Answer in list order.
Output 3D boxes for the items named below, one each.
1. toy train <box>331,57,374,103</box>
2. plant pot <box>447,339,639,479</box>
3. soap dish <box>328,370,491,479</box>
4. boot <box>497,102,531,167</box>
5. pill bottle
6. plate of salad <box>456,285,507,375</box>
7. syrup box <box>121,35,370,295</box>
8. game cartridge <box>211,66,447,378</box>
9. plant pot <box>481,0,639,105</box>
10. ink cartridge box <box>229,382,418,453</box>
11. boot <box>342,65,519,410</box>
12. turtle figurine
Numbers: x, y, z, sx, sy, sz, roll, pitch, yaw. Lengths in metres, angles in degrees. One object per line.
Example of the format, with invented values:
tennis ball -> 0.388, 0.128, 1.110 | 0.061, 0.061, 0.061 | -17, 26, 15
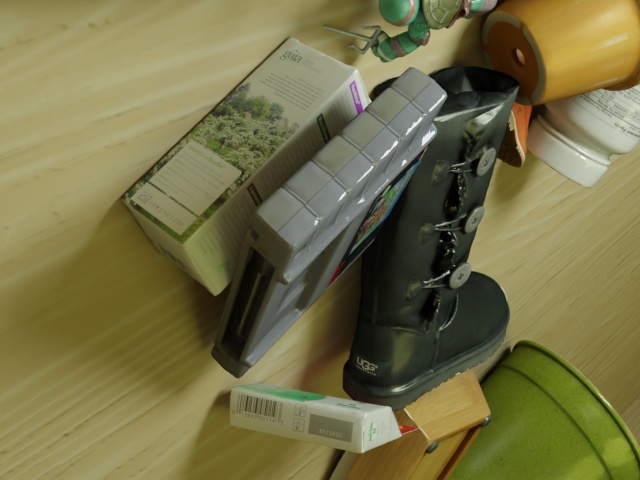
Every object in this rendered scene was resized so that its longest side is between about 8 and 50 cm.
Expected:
toy train -> 0.053, -0.135, 0.921 | 0.027, 0.036, 0.158 | -48, 115, -8
plant pot -> 0.381, 0.450, 1.698 | 0.353, 0.366, 0.366 | -36, 144, -12
soap dish -> 0.146, 0.362, 1.438 | 0.229, 0.118, 0.291 | -6, 130, -49
boot -> 0.283, -0.172, 1.241 | 0.084, 0.059, 0.158 | -52, 148, -18
pill bottle -> 0.436, -0.230, 1.274 | 0.160, 0.160, 0.283 | -1, 131, -54
plate of salad -> 0.249, 0.156, 1.496 | 0.200, 0.048, 0.199 | -23, 132, -29
syrup box -> -0.062, -0.074, 0.815 | 0.237, 0.093, 0.096 | -47, 147, -17
game cartridge -> 0.000, 0.000, 0.864 | 0.230, 0.068, 0.355 | -40, 169, -26
plant pot -> 0.318, -0.267, 1.091 | 0.188, 0.205, 0.205 | -28, 141, -14
ink cartridge box -> 0.014, 0.219, 1.107 | 0.225, 0.181, 0.056 | 7, 89, -66
boot -> 0.183, -0.026, 1.177 | 0.367, 0.146, 0.445 | -31, 133, -48
turtle figurine -> 0.100, -0.257, 0.865 | 0.234, 0.118, 0.175 | -33, 142, -43
